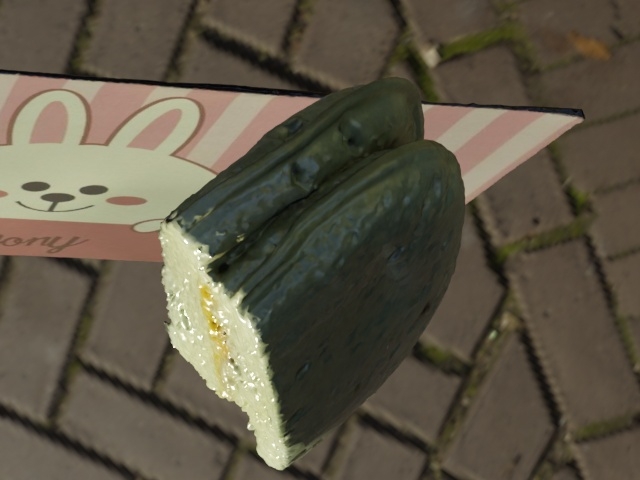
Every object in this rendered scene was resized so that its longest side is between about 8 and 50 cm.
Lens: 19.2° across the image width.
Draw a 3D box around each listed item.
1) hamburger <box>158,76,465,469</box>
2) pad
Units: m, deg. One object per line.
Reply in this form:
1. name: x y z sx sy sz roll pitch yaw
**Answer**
1. hamburger: 0.003 0.002 0.497 0.084 0.121 0.054 -38 67 -14
2. pad: -0.086 -0.020 0.651 0.299 0.202 0.005 3 74 -19
